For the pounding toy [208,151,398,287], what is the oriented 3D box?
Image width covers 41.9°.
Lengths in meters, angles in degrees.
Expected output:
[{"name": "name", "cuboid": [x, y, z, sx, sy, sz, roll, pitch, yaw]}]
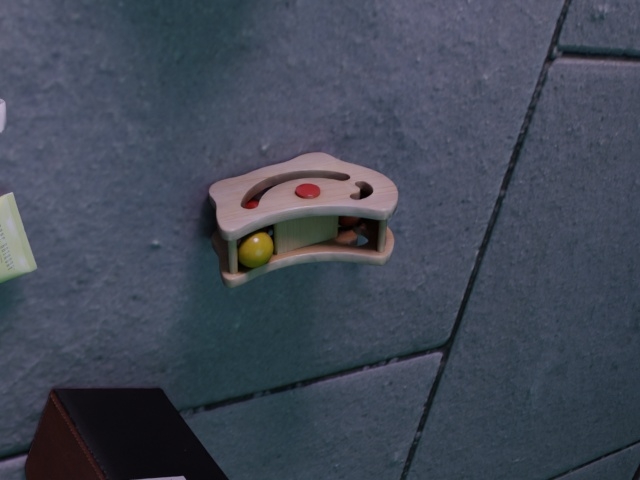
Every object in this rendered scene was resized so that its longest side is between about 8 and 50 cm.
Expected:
[{"name": "pounding toy", "cuboid": [0.000, 0.000, 0.974, 0.269, 0.154, 0.155, -20, 130, -29]}]

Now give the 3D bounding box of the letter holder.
[{"name": "letter holder", "cuboid": [-0.210, 0.338, 0.924, 0.152, 0.302, 0.214, 10, 112, -44]}]

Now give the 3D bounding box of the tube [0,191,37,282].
[{"name": "tube", "cuboid": [-0.378, 0.039, 0.752, 0.240, 0.062, 0.070, -28, 174, -30]}]

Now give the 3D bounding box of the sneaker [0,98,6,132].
[{"name": "sneaker", "cuboid": [-0.393, -0.072, 0.543, 0.365, 0.210, 0.137, -22, 131, -28]}]
